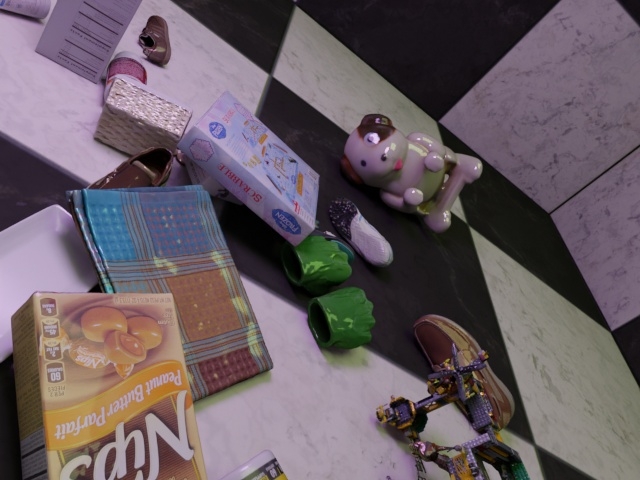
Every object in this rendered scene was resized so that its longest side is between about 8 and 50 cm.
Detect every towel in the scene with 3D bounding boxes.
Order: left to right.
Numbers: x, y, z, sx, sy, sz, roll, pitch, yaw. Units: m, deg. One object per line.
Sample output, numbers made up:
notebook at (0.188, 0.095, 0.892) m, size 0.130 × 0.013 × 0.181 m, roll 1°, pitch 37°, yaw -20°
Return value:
towel at (-0.231, 0.073, 0.861) m, size 0.271 × 0.040 × 0.370 m, roll -9°, pitch 71°, yaw -53°

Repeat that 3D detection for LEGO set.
LEGO set at (0.217, 0.365, 0.913) m, size 0.192 × 0.255 × 0.331 m, roll 40°, pitch 34°, yaw -43°

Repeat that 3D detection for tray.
tray at (-0.414, 0.053, 0.736) m, size 0.145 × 0.030 × 0.270 m, roll 41°, pitch 31°, yaw -6°

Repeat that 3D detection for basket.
basket at (-0.362, -0.237, 1.060) m, size 0.167 × 0.113 × 0.103 m, roll 23°, pitch 42°, yaw -21°

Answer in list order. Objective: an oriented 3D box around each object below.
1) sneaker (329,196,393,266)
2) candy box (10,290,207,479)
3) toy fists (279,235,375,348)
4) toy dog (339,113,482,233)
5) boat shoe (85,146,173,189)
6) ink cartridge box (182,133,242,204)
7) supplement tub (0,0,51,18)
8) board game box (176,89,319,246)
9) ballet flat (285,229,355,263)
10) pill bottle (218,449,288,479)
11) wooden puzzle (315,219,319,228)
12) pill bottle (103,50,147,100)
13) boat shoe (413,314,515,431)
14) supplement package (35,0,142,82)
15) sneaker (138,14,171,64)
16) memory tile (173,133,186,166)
sneaker at (0.108, -0.020, 1.430) m, size 0.237 × 0.085 × 0.086 m, roll 52°, pitch 4°, yaw 17°
candy box at (-0.248, 0.222, 0.624) m, size 0.183 × 0.087 × 0.316 m, roll 6°, pitch 59°, yaw -47°
toy fists at (0.019, 0.109, 1.137) m, size 0.142 × 0.096 × 0.279 m, roll -6°, pitch 56°, yaw -35°
toy dog at (0.264, -0.258, 1.709) m, size 0.408 × 0.284 × 0.395 m, roll 16°, pitch 28°, yaw -40°
boat shoe at (-0.346, -0.106, 0.945) m, size 0.095 × 0.095 × 0.257 m, roll 38°, pitch 31°, yaw -13°
ink cartridge box at (-0.233, -0.153, 1.147) m, size 0.181 × 0.061 × 0.104 m, roll 17°, pitch 41°, yaw -54°
supplement tub at (-0.643, -0.520, 1.109) m, size 0.107 × 0.071 × 0.071 m, roll -7°, pitch 58°, yaw -54°
board game box at (-0.140, -0.174, 1.177) m, size 0.318 × 0.066 × 0.318 m, roll 41°, pitch 22°, yaw -17°
ballet flat at (0.000, 0.000, 1.272) m, size 0.203 × 0.074 × 0.074 m, roll 19°, pitch 39°, yaw -34°
pill bottle at (-0.062, 0.393, 0.669) m, size 0.119 × 0.119 × 0.208 m, roll -10°, pitch 61°, yaw -55°
wooden puzzle at (-0.031, -0.051, 1.353) m, size 0.083 × 0.006 × 0.049 m, roll -8°, pitch 58°, yaw -54°
pill bottle at (-0.428, -0.352, 1.153) m, size 0.086 × 0.086 × 0.152 m, roll 22°, pitch 38°, yaw -35°
boat shoe at (0.341, 0.319, 1.255) m, size 0.324 × 0.123 × 0.116 m, roll 48°, pitch 32°, yaw 8°
supplement package at (-0.475, -0.486, 1.100) m, size 0.134 × 0.244 × 0.139 m, roll 27°, pitch 34°, yaw -30°
sneaker at (-0.447, -0.547, 1.386) m, size 0.071 × 0.066 × 0.188 m, roll 11°, pitch 44°, yaw -43°
memory tile at (-0.318, -0.215, 1.195) m, size 0.148 × 0.012 × 0.113 m, roll 35°, pitch 32°, yaw -18°
